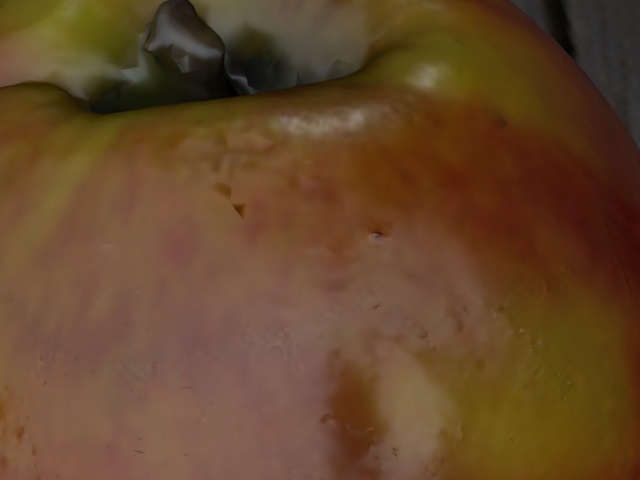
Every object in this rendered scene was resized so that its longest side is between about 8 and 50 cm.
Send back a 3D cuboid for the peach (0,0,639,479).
[{"bbox_3d":[-0.016,0.041,0.615,0.281,0.238,0.281,4,131,5],"label":"peach"}]
